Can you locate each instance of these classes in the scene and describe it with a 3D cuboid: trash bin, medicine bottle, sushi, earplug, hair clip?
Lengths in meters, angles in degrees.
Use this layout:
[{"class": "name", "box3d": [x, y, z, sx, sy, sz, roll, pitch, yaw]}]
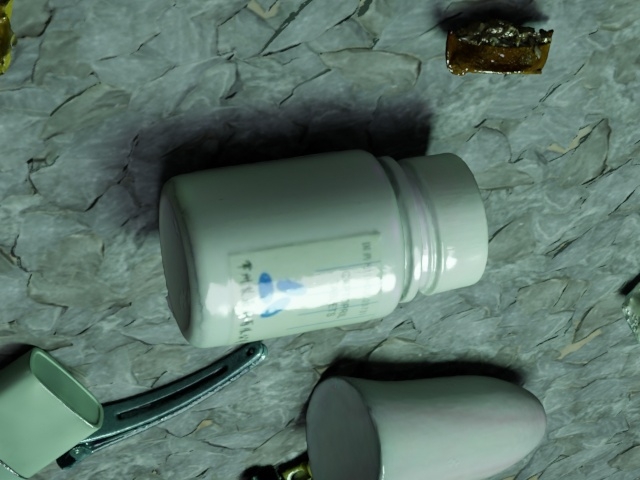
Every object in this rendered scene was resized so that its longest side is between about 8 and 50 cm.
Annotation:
[{"class": "trash bin", "box3d": [-0.318, 0.191, 1.629, 0.130, 0.059, 0.116, -34, 119, 18]}, {"class": "medicine bottle", "box3d": [0.000, 0.000, 1.460, 0.293, 0.170, 0.170, -10, 144, -16]}, {"class": "sushi", "box3d": [0.165, -0.179, 1.399, 0.120, 0.055, 0.052, -1, -174, -14]}, {"class": "earplug", "box3d": [0.151, 0.233, 1.871, 0.301, 0.172, 0.172, -5, 143, -32]}, {"class": "hair clip", "box3d": [-0.186, 0.180, 1.726, 0.275, 0.048, 0.083, -24, 142, -3]}]

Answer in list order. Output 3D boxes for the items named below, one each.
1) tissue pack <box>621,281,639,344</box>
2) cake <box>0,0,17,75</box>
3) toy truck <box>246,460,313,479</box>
[{"class": "tissue pack", "box3d": [0.530, 0.078, 1.861, 0.271, 0.124, 0.201, 14, 133, -37]}, {"class": "cake", "box3d": [-0.310, -0.168, 1.200, 0.080, 0.116, 0.185, 21, 160, -37]}, {"class": "toy truck", "box3d": [-0.014, 0.349, 1.966, 0.257, 0.127, 0.127, -28, 159, 10]}]
